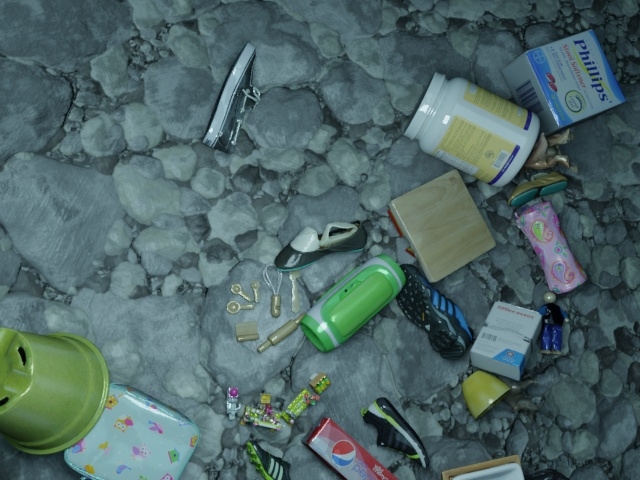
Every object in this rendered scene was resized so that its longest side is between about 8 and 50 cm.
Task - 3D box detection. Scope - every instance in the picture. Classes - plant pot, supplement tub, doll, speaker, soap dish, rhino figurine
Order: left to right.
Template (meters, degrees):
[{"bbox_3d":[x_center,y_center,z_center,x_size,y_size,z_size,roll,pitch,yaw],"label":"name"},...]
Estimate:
[{"bbox_3d":[-0.631,0.302,1.342,0.276,0.254,0.276,-2,68,6],"label":"plant pot"},{"bbox_3d":[0.089,0.166,1.705,0.296,0.131,0.131,-39,92,-18],"label":"speaker"},{"bbox_3d":[0.432,-0.324,1.834,0.331,0.241,0.241,26,73,-1],"label":"supplement tub"},{"bbox_3d":[0.453,0.424,1.781,0.134,0.134,0.095,-31,64,-20],"label":"plant pot"},{"bbox_3d":[0.450,0.742,1.703,0.228,0.118,0.291,-8,82,-12],"label":"soap dish"},{"bbox_3d":[0.566,0.413,1.833,0.106,0.073,0.243,-17,85,0],"label":"rhino figurine"},{"bbox_3d":[0.696,0.249,1.921,0.129,0.046,0.189,9,77,-16],"label":"doll"}]

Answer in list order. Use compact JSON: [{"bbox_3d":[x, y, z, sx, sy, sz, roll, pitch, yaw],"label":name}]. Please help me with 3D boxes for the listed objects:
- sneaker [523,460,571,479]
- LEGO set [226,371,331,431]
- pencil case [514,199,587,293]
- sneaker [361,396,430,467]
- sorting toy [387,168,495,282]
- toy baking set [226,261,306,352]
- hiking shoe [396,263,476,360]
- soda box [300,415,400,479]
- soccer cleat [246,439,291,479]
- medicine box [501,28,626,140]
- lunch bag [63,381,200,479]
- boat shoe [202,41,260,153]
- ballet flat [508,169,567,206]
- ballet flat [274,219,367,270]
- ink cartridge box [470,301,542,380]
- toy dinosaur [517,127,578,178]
[{"bbox_3d":[0.620,0.750,1.776,0.101,0.153,0.269,18,110,-31],"label":"sneaker"},{"bbox_3d":[-0.093,0.420,1.612,0.287,0.107,0.132,-6,81,-18],"label":"LEGO set"},{"bbox_3d":[0.702,0.019,1.932,0.124,0.124,0.284,-25,88,-20],"label":"pencil case"},{"bbox_3d":[0.198,0.528,1.711,0.097,0.084,0.235,-39,92,4],"label":"sneaker"},{"bbox_3d":[0.338,-0.037,1.834,0.257,0.089,0.255,-27,88,-27],"label":"sorting toy"},{"bbox_3d":[-0.131,0.169,1.689,0.256,0.030,0.197,-31,90,-20],"label":"toy baking set"},{"bbox_3d":[0.318,0.193,1.802,0.132,0.113,0.304,-24,80,-50],"label":"hiking shoe"},{"bbox_3d":[0.079,0.577,1.648,0.263,0.083,0.092,42,71,-5],"label":"soda box"},{"bbox_3d":[-0.122,0.570,1.605,0.072,0.060,0.179,-37,98,-29],"label":"soccer cleat"},{"bbox_3d":[0.780,-0.498,2.037,0.289,0.149,0.264,-23,87,-19],"label":"medicine box"},{"bbox_3d":[-0.447,0.477,1.491,0.279,0.108,0.224,29,78,-8],"label":"lunch bag"},{"bbox_3d":[-0.220,-0.385,1.727,0.105,0.113,0.306,22,76,-19],"label":"boat shoe"},{"bbox_3d":[0.667,-0.166,1.990,0.232,0.080,0.073,-16,57,-22],"label":"ballet flat"},{"bbox_3d":[0.000,0.000,1.725,0.280,0.095,0.096,-16,125,-25],"label":"ballet flat"},{"bbox_3d":[0.527,0.281,1.789,0.191,0.139,0.082,-52,142,-33],"label":"ink cartridge box"},{"bbox_3d":[0.644,-0.253,1.878,0.295,0.200,0.127,-5,92,-60],"label":"toy dinosaur"}]
